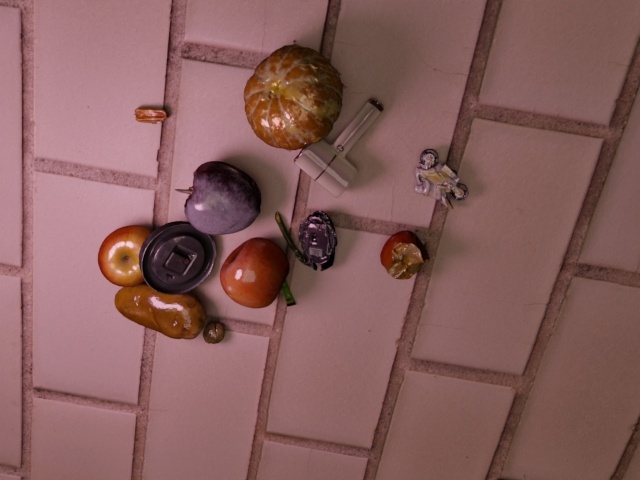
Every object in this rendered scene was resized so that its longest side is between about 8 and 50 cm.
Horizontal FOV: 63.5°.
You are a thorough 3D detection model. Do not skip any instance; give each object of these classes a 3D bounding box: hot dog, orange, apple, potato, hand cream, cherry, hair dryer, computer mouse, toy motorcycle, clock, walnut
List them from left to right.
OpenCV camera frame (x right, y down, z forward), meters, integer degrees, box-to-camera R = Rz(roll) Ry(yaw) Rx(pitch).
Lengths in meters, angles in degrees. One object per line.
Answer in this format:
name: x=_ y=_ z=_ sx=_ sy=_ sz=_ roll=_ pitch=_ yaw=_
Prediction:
apple: x=-0.691 y=0.051 z=1.887 sx=0.235 sy=0.173 sz=0.210 roll=-34 pitch=108 yaw=2
hot dog: x=-0.584 y=-0.433 z=1.793 sx=0.133 sy=0.041 sz=0.056 roll=5 pitch=108 yaw=10
potato: x=-0.607 y=0.258 z=1.965 sx=0.369 sy=0.195 sz=0.176 roll=15 pitch=64 yaw=6
clock: x=-0.511 y=0.062 z=1.856 sx=0.281 sy=0.055 sz=0.280 roll=-18 pitch=122 yaw=-31
walnut: x=-0.416 y=0.362 z=2.017 sx=0.092 sy=0.092 sz=0.092 roll=1 pitch=108 yaw=3
cherry: x=-0.348 y=-0.142 z=1.776 sx=0.296 sy=0.218 sz=0.255 roll=17 pitch=101 yaw=-7
apple: x=-0.227 y=0.121 z=1.853 sx=0.254 sy=0.253 sz=0.253 roll=1 pitch=108 yaw=3
hand cream: x=-0.128 y=0.197 z=1.975 sx=0.036 sy=0.023 sz=0.122 roll=-15 pitch=110 yaw=8
orange: x=-0.083 y=-0.441 z=1.626 sx=0.329 sy=0.249 sz=0.329 roll=-8 pitch=75 yaw=34
computer mouse: x=0.000 y=0.000 z=1.870 sx=0.147 sy=0.077 sz=0.241 roll=12 pitch=114 yaw=21
hair dryer: x=0.096 y=-0.342 z=1.746 sx=0.203 sy=0.128 sz=0.362 roll=40 pitch=98 yaw=-9
apple: x=0.293 y=0.053 z=1.840 sx=0.158 sy=0.147 sz=0.156 roll=-34 pitch=136 yaw=23
toy motorcycle: x=0.399 y=-0.201 z=1.786 sx=0.151 sy=0.074 sz=0.228 roll=-40 pitch=103 yaw=17

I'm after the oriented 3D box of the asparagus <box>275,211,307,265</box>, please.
asparagus: x=-0.110 y=0.000 z=1.906 sx=0.034 sy=0.027 sz=0.236 roll=-24 pitch=105 yaw=22
